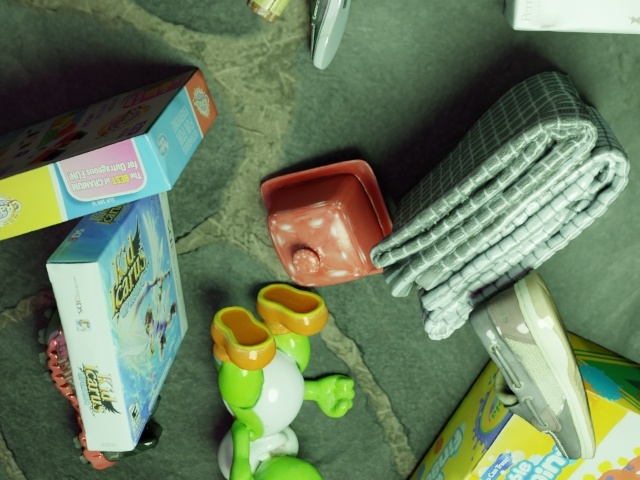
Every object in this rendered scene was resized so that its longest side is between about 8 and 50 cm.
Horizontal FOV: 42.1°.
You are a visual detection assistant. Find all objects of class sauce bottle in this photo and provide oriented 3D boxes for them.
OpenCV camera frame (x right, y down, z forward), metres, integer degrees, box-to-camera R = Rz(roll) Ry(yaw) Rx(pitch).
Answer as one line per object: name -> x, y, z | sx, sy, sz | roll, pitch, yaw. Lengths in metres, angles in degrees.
sauce bottle -> -0.033, -0.307, 0.931 | 0.042, 0.042, 0.128 | 35, 105, -11

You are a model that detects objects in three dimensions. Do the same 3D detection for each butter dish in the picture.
butter dish -> 0.000, 0.000, 1.023 | 0.160, 0.118, 0.160 | -10, 114, 27

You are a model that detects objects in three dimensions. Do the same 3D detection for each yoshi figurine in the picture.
yoshi figurine -> -0.054, 0.258, 1.129 | 0.204, 0.203, 0.362 | 2, 119, -2

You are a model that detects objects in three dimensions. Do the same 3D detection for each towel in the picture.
towel -> 0.187, -0.054, 0.925 | 0.121, 0.235, 0.284 | 44, 111, -11

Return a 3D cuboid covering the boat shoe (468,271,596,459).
boat shoe -> 0.232, 0.147, 0.896 | 0.092, 0.103, 0.285 | -17, 133, 16

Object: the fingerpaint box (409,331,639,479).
fingerpaint box -> 0.336, 0.375, 1.153 | 0.371, 0.163, 0.444 | 24, 114, -6

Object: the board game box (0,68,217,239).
board game box -> -0.295, -0.090, 0.955 | 0.317, 0.242, 0.064 | -15, 114, 14

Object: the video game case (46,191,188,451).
video game case -> -0.233, 0.073, 1.011 | 0.061, 0.269, 0.244 | -2, 116, 6

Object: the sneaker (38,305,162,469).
sneaker -> -0.301, 0.203, 1.177 | 0.135, 0.097, 0.276 | -8, 117, 10

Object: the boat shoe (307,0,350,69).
boat shoe -> 0.008, -0.268, 0.948 | 0.040, 0.049, 0.142 | 23, 116, 16

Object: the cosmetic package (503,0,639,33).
cosmetic package -> 0.320, -0.283, 0.883 | 0.231, 0.085, 0.117 | 1, 115, 4
